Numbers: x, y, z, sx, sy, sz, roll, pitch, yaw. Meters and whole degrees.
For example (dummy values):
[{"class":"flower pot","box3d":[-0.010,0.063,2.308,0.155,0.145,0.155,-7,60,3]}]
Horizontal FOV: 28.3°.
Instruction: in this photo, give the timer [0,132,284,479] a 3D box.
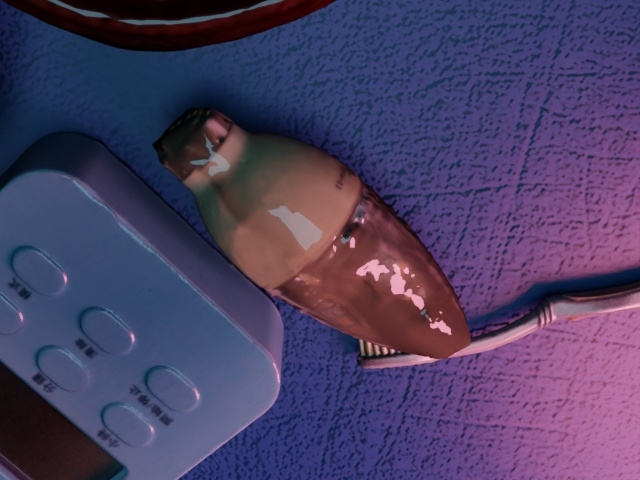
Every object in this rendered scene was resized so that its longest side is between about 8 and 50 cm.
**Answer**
[{"class":"timer","box3d":[-0.177,0.084,0.865,0.232,0.091,0.250,43,105,-15]}]

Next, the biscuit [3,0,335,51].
[{"class":"biscuit","box3d":[-0.093,-0.311,0.738,0.408,0.091,0.407,-1,109,-2]}]

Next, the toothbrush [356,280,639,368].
[{"class":"toothbrush","box3d":[0.209,0.043,0.899,0.375,0.028,0.037,-11,101,1]}]

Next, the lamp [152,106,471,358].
[{"class":"lamp","box3d":[0.000,0.000,0.839,0.250,0.101,0.101,39,102,-16]}]
